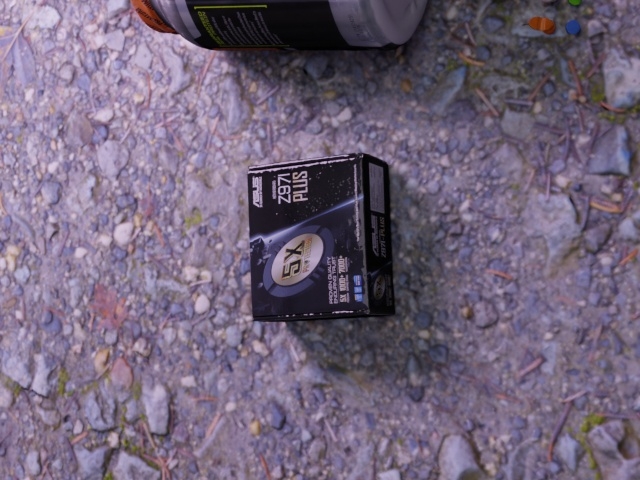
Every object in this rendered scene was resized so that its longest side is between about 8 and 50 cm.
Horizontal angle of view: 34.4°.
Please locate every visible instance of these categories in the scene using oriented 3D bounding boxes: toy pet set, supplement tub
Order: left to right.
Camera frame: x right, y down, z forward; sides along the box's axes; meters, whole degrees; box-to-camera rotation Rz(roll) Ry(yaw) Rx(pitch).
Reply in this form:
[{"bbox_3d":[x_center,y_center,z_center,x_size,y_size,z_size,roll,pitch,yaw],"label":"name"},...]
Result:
[{"bbox_3d":[-0.050,-0.311,1.165,0.316,0.193,0.193,5,87,26],"label":"supplement tub"},{"bbox_3d":[0.218,-0.283,1.118,0.114,0.065,0.122,4,90,-9],"label":"toy pet set"}]

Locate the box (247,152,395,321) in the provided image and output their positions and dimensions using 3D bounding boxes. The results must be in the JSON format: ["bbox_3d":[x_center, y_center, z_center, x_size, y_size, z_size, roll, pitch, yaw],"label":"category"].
[{"bbox_3d":[0.000,0.000,1.175,0.147,0.077,0.180,-5,83,26],"label":"box"}]
